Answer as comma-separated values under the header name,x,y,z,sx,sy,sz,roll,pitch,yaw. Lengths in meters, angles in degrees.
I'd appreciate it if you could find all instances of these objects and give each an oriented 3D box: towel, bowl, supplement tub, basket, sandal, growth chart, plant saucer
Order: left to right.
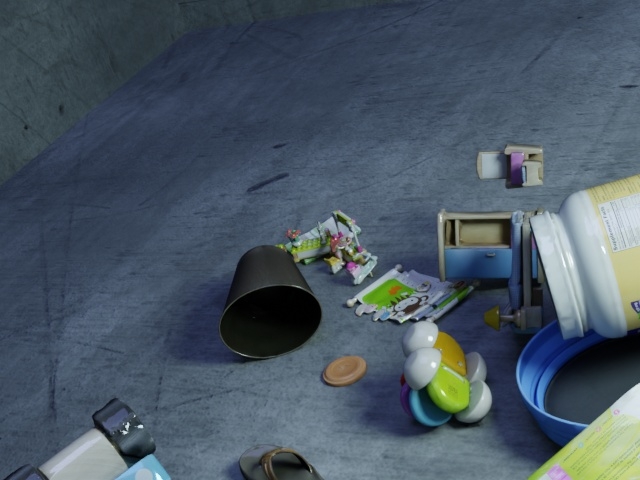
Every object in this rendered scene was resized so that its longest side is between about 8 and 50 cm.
name,x,y,z,sx,sy,sz,roll,pitch,yaw
basket,-0.103,0.111,2.295,0.204,0.154,0.227,-17,24,3
sandal,-0.058,0.379,1.869,0.090,0.060,0.219,-31,30,-22
towel,0.002,-0.005,2.565,0.152,0.023,0.113,-30,29,-19
plant saucer,0.044,0.238,2.109,0.083,0.013,0.083,-14,28,8
growth chart,0.176,0.110,2.251,0.237,0.021,0.172,12,42,46
bowl,0.503,0.203,1.784,0.391,0.077,0.391,-16,23,7
supplement tub,0.513,0.015,1.788,0.331,0.241,0.241,-16,28,9

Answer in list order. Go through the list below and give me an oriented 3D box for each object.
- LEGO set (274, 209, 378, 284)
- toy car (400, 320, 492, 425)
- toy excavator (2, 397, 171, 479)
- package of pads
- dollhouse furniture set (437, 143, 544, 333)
name,x,y,z,sx,sy,sz,roll,pitch,yaw
LEGO set,0.000,0.000,2.442,0.287,0.107,0.132,12,44,38
toy car,0.190,0.237,1.908,0.136,0.159,0.182,-47,19,24
toy excavator,-0.256,0.468,1.697,0.222,0.445,0.433,-36,-9,-27
package of pads,0.344,0.320,1.443,0.296,0.229,0.101,-42,62,0
dollhouse furniture set,0.296,-0.006,2.038,0.198,0.286,0.303,-1,14,12
